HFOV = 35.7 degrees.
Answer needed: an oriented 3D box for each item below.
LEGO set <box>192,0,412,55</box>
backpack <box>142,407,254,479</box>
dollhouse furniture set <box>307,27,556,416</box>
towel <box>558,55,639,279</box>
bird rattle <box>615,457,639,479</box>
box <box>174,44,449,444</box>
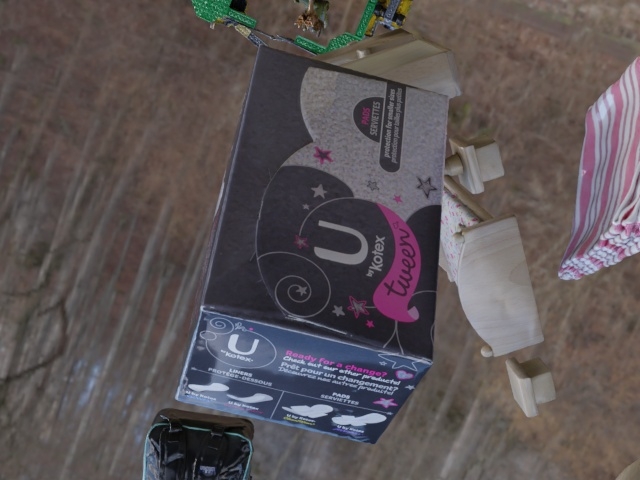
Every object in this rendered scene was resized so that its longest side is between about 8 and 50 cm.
[{"bbox_3d":[-0.001,-0.366,1.437,0.331,0.255,0.192,18,-169,16],"label":"LEGO set"},{"bbox_3d":[-0.185,0.353,1.490,0.165,0.188,0.144,7,-177,-2],"label":"backpack"},{"bbox_3d":[0.082,-0.015,1.047,0.173,0.356,0.303,-18,-159,-3],"label":"dollhouse furniture set"},{"bbox_3d":[0.203,-0.055,0.691,0.029,0.144,0.197,13,170,2],"label":"towel"},{"bbox_3d":[0.380,0.319,1.012,0.207,0.253,0.143,53,171,25],"label":"bird rattle"},{"bbox_3d":[0.000,0.000,0.746,0.163,0.142,0.247,14,-125,-6],"label":"box"}]
